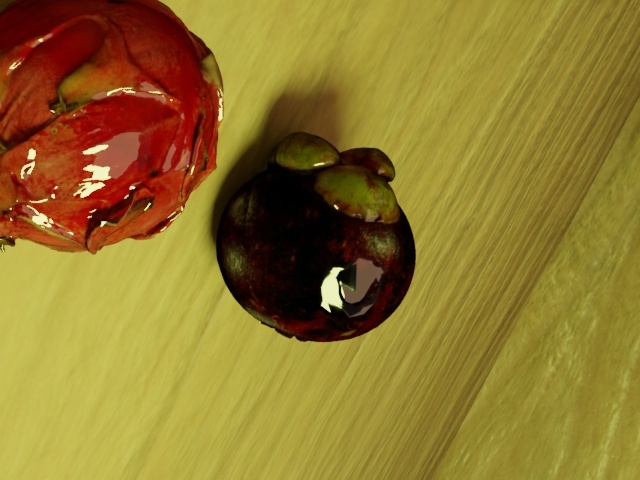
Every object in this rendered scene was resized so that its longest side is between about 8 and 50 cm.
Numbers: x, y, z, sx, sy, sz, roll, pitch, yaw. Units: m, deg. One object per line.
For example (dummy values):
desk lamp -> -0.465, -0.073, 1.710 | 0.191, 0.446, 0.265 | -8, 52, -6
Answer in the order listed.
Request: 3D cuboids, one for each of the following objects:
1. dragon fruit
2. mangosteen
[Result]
dragon fruit -> -0.146, -0.075, 0.585 | 0.209, 0.172, 0.172 | -43, 153, -62
mangosteen -> 0.000, 0.000, 0.899 | 0.210, 0.210, 0.209 | -43, 149, -34
